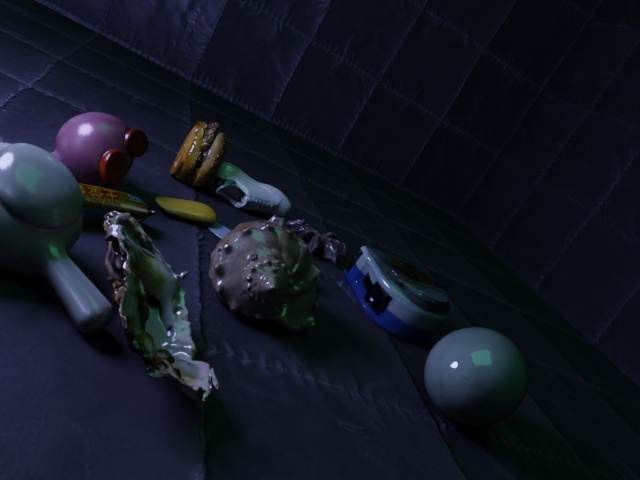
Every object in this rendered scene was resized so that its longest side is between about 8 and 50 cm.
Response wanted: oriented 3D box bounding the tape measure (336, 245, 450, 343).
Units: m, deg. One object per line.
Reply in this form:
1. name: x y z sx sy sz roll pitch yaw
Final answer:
1. tape measure: 0.215 0.148 1.490 0.259 0.138 0.262 18 21 -33

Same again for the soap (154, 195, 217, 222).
1. soap: -0.332 -0.078 1.363 0.169 0.033 0.089 13 21 -34

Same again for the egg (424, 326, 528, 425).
1. egg: 0.330 0.285 1.173 0.203 0.203 0.283 41 15 29

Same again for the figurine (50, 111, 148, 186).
1. figurine: -0.497 -0.201 1.225 0.173 0.173 0.173 28 17 -9

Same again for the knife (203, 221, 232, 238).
1. knife: -0.184 0.012 1.376 0.331 0.044 0.080 27 23 8

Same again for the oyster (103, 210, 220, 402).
1. oyster: -0.259 0.096 0.818 0.201 0.107 0.354 54 5 -43

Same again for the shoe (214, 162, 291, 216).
1. shoe: -0.206 -0.123 1.654 0.265 0.095 0.110 30 37 -23

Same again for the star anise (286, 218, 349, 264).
1. star anise: 0.001 0.007 1.655 0.208 0.063 0.171 24 19 -23

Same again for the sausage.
1. sausage: -0.469 -0.074 1.055 0.082 0.082 0.372 42 19 33

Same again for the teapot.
1. teapot: -0.420 -0.015 0.845 0.318 0.149 0.220 50 28 -17

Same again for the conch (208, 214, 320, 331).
1. conch: -0.096 0.062 1.158 0.263 0.186 0.324 45 13 -17

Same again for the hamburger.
1. hamburger: -0.337 -0.248 1.576 0.118 0.190 0.182 22 0 -26
